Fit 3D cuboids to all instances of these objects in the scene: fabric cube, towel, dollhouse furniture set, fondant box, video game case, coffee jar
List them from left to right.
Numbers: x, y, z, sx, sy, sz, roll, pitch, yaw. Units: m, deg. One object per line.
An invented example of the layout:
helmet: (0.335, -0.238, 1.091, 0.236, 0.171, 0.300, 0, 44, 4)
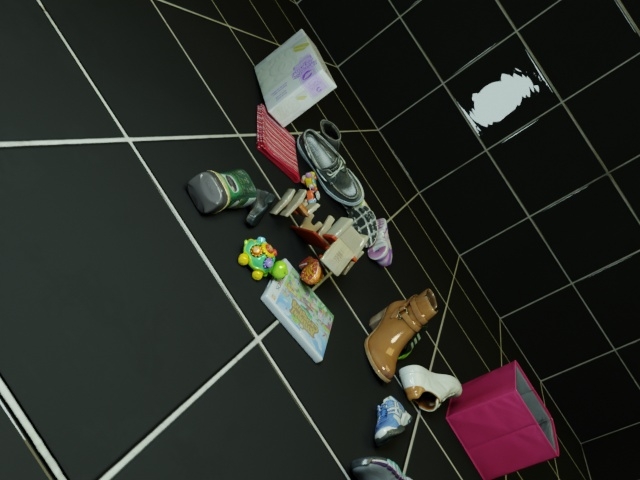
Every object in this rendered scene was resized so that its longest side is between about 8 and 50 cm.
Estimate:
coffee jar: (-0.229, -0.116, 1.188, 0.096, 0.079, 0.184, 61, 21, 2)
towel: (-0.142, -0.333, 1.719, 0.199, 0.031, 0.275, 41, 27, -36)
fondant box: (-0.100, -0.596, 1.840, 0.096, 0.238, 0.330, 40, 22, -44)
video game case: (-0.050, 0.168, 1.252, 0.212, 0.023, 0.193, 52, 23, -14)
dollhouse furniture set: (0.000, 0.000, 1.382, 0.262, 0.135, 0.259, 46, -15, -26)
fabric cube: (0.620, 0.613, 1.733, 0.259, 0.258, 0.254, 58, 21, 3)

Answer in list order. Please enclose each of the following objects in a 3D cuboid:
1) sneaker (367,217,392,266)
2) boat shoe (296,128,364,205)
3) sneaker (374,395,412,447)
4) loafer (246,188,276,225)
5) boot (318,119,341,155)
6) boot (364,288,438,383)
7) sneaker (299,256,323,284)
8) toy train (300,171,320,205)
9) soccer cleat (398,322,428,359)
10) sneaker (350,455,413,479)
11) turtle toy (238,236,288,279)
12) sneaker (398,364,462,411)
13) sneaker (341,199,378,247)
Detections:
sneaker: (0.234, 0.013, 1.968, 0.104, 0.095, 0.236, 50, 27, -34)
boat shoe: (0.033, -0.260, 1.835, 0.335, 0.121, 0.119, 46, -7, -1)
sneaker: (0.166, 0.451, 1.267, 0.081, 0.080, 0.211, 56, 12, 14)
loafer: (-0.169, -0.087, 1.316, 0.061, 0.062, 0.170, 31, 23, -5)
boot: (0.013, -0.387, 1.914, 0.189, 0.076, 0.208, 41, -6, 19)
boot: (0.249, 0.268, 1.472, 0.109, 0.220, 0.283, 51, 23, -15)
sneaker: (-0.014, 0.086, 1.328, 0.067, 0.064, 0.175, 49, 4, -9)
toy train: (-0.038, -0.168, 1.703, 0.166, 0.046, 0.125, -67, 148, -75)
soccer cleat: (0.278, 0.298, 1.570, 0.060, 0.179, 0.072, 33, 16, 26)
sneaker: (0.145, 0.541, 1.087, 0.223, 0.083, 0.098, 42, 31, -33)
turtle toy: (-0.132, 0.045, 1.191, 0.130, 0.066, 0.095, 49, 24, -19)
sneaker: (0.349, 0.481, 1.575, 0.290, 0.106, 0.123, 25, 44, -37)
sneaker: (0.161, -0.094, 1.938, 0.118, 0.107, 0.279, 37, 31, -59)
